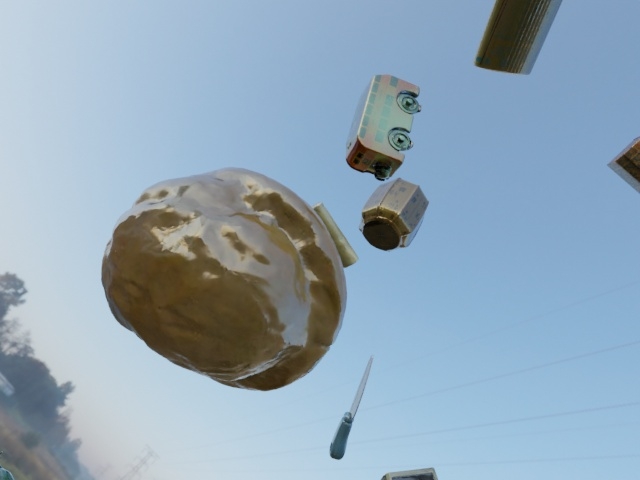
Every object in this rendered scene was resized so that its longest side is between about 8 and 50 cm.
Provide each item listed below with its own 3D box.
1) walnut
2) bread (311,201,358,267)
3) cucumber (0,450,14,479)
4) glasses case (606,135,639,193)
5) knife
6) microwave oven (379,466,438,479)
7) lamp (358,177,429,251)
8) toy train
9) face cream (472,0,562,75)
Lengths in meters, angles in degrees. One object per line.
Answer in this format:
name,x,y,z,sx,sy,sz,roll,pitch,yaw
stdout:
walnut,-0.159,0.061,0.706,0.384,0.383,0.383,24,-44,25
bread,0.000,0.000,1.069,0.140,0.060,0.178,-22,-73,35
cucumber,-0.278,0.272,0.370,0.167,0.039,0.039,63,-34,21
glasses case,0.658,-0.098,0.796,0.218,0.075,0.049,46,1,9
knife,0.070,0.358,0.903,0.032,0.058,0.244,20,-79,2
microwave oven,0.214,0.685,0.979,0.145,0.240,0.193,3,-48,-17
lamp,0.196,-0.069,1.140,0.161,0.185,0.161,23,-38,19
toy train,0.106,-0.191,0.718,0.099,0.188,0.072,22,-24,-10
face cream,0.424,-0.490,0.865,0.140,0.067,0.285,4,-53,-12
